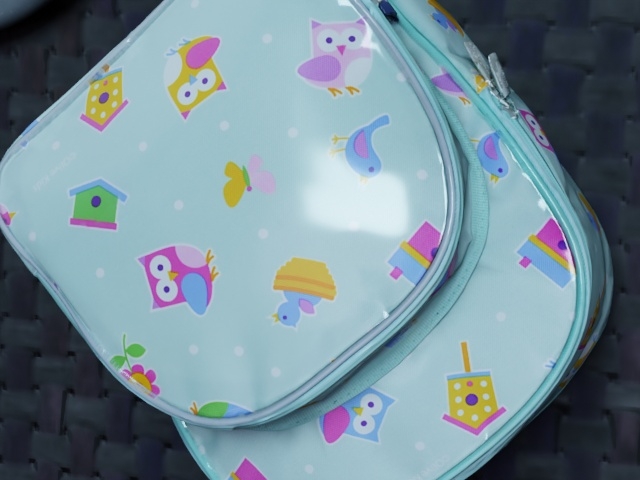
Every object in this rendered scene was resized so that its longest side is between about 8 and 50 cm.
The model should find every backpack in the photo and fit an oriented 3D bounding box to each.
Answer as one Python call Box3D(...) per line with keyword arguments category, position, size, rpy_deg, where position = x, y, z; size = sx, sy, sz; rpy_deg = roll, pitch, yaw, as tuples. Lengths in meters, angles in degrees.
Box3D(category="backpack", position=(0.000, 0.000, 0.436), size=(0.166, 0.144, 0.188), rpy_deg=(-42, 84, 9))

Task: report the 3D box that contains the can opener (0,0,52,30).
Box3D(category="can opener", position=(-0.063, -0.174, 0.494), size=(0.283, 0.076, 0.095), rpy_deg=(-27, 117, 16))
